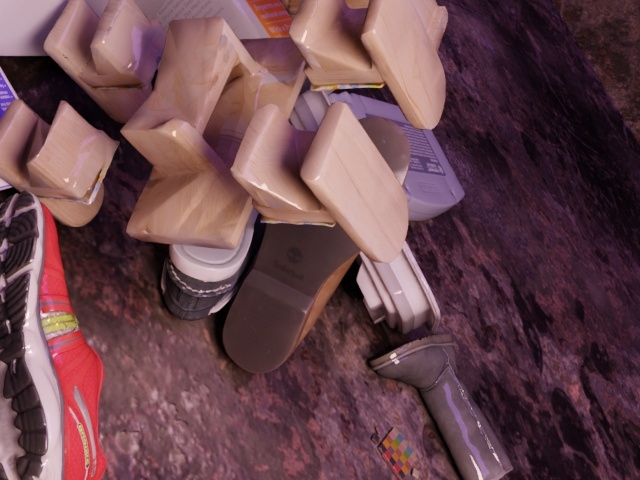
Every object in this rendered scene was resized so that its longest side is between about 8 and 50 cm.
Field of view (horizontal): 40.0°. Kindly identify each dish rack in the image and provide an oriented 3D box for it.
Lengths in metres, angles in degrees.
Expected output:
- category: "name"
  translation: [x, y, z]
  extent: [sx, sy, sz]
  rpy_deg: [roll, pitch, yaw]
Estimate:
- category: "dish rack"
  translation: [0.045, -0.024, 1.125]
  extent: [0.333, 0.072, 0.285]
  rpy_deg: [64, 1, 12]

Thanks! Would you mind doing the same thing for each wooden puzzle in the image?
- category: "wooden puzzle"
  translation: [0.095, 0.264, 1.091]
  extent: [0.083, 0.006, 0.049]
  rpy_deg: [55, 35, -1]

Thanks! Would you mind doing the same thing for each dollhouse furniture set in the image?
- category: "dollhouse furniture set"
  translation: [-0.043, -0.153, 0.858]
  extent: [0.256, 0.362, 0.394]
  rpy_deg: [49, 53, -49]

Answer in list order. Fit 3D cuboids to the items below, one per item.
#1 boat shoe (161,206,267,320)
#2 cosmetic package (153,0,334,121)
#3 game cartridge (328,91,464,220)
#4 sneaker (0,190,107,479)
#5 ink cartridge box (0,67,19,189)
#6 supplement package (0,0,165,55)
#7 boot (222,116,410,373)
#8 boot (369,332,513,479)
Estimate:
- category: "boat shoe"
  translation: [-0.110, -0.026, 1.018]
  extent: [0.114, 0.091, 0.302]
  rpy_deg: [26, 35, 3]
- category: "cosmetic package"
  translation: [-0.158, -0.368, 1.175]
  extent: [0.453, 0.161, 0.230]
  rpy_deg: [55, 35, 1]
- category: "game cartridge"
  translation: [0.123, -0.125, 1.373]
  extent: [0.294, 0.060, 0.196]
  rpy_deg: [0, 57, -59]
- category: "sneaker"
  translation: [-0.248, 0.092, 0.772]
  extent: [0.118, 0.107, 0.279]
  rpy_deg: [32, 41, -59]
- category: "ink cartridge box"
  translation: [-0.373, -0.119, 0.816]
  extent: [0.208, 0.045, 0.206]
  rpy_deg: [57, 34, 6]
- category: "supplement package"
  translation: [-0.270, -0.314, 0.908]
  extent: [0.145, 0.204, 0.262]
  rpy_deg: [47, 25, 9]
- category: "boot"
  translation: [0.000, 0.000, 0.965]
  extent: [0.112, 0.305, 0.115]
  rpy_deg: [34, 12, 12]
- category: "boot"
  translation: [0.162, 0.230, 1.155]
  extent: [0.189, 0.076, 0.208]
  rpy_deg: [-3, 71, -48]
